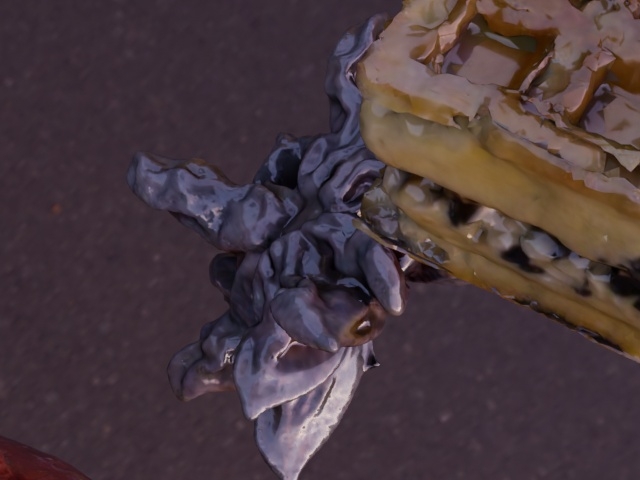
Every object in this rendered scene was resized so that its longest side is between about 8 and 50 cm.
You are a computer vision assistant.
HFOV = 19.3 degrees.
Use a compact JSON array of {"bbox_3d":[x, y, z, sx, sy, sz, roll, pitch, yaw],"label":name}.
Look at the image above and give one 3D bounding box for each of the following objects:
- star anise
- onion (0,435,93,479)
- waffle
[{"bbox_3d":[0.003,0.001,1.051,0.129,0.283,0.212,32,29,-47],"label":"star anise"},{"bbox_3d":[-0.198,0.187,0.963,0.246,0.190,0.246,16,13,-4],"label":"onion"},{"bbox_3d":[0.170,-0.093,0.630,0.213,0.091,0.308,26,60,18],"label":"waffle"}]
